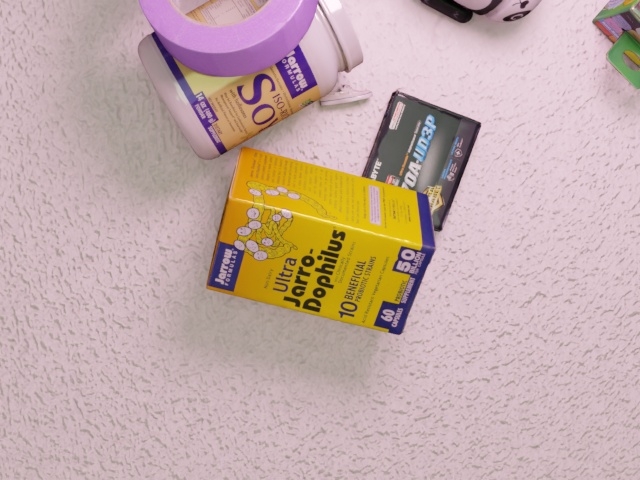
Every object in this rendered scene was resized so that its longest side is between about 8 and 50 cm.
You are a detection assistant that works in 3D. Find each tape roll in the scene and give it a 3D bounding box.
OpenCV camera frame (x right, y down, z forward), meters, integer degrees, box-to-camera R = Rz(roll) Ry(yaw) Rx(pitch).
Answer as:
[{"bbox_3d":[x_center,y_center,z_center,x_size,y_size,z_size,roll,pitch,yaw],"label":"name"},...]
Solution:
[{"bbox_3d":[-0.144,-0.399,1.467,0.274,0.090,0.275,-2,74,7],"label":"tape roll"}]

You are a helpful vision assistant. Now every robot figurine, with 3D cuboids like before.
[{"bbox_3d":[0.276,-0.499,1.654,0.278,0.209,0.173,25,85,-16],"label":"robot figurine"}]

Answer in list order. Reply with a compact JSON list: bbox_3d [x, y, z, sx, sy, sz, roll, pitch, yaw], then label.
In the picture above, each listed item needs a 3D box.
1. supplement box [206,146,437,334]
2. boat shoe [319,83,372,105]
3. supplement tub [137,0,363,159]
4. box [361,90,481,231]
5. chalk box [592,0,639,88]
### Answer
[{"bbox_3d":[0.000,0.000,1.651,0.356,0.195,0.194,14,121,-6],"label":"supplement box"},{"bbox_3d":[0.046,-0.273,1.737,0.100,0.035,0.035,-9,99,2],"label":"boat shoe"},{"bbox_3d":[-0.118,-0.314,1.612,0.331,0.241,0.241,-30,98,-1],"label":"supplement tub"},{"bbox_3d":[0.181,-0.147,1.753,0.175,0.051,0.220,20,94,-7],"label":"box"},{"bbox_3d":[0.637,-0.409,1.706,0.180,0.179,0.289,43,92,-9],"label":"chalk box"}]
